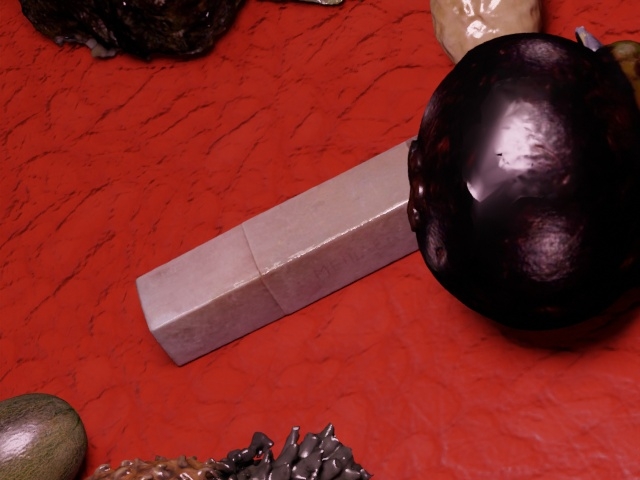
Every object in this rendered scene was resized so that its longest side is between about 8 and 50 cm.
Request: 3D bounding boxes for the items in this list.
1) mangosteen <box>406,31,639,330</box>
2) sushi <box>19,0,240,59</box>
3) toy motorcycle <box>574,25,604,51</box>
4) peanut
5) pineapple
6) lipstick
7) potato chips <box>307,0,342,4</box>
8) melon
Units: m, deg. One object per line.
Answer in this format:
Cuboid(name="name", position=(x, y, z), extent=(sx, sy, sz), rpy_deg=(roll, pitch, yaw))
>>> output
Cuboid(name="mangosteen", position=(0.217, -0.054, 1.788), extent=(0.233, 0.287, 0.288), rpy_deg=(-29, 33, 57))
Cuboid(name="sushi", position=(-0.227, -0.316, 2.244), extent=(0.343, 0.182, 0.196), rpy_deg=(12, 69, 37))
Cuboid(name="toy motorcycle", position=(0.288, -0.135, 1.929), extent=(0.124, 0.061, 0.193), rpy_deg=(-35, 53, 5))
Cuboid(name="peanut", position=(0.174, -0.288, 2.065), extent=(0.123, 0.123, 0.257), rpy_deg=(-9, 54, 20))
Cuboid(name="pineapple", position=(-0.094, 0.239, 1.777), extent=(0.278, 0.158, 0.158), rpy_deg=(-23, 47, -9))
Cuboid(name="lipstick", position=(0.000, 0.000, 1.954), extent=(0.371, 0.076, 0.080), rpy_deg=(-26, 49, 5))
Cuboid(name="potato chips", position=(-0.008, -0.296, 2.225), extent=(0.207, 0.028, 0.092), rpy_deg=(16, 64, 36))
Cuboid(name="melon", position=(-0.302, 0.214, 1.908), extent=(0.167, 0.114, 0.114), rpy_deg=(-32, 47, -2))
